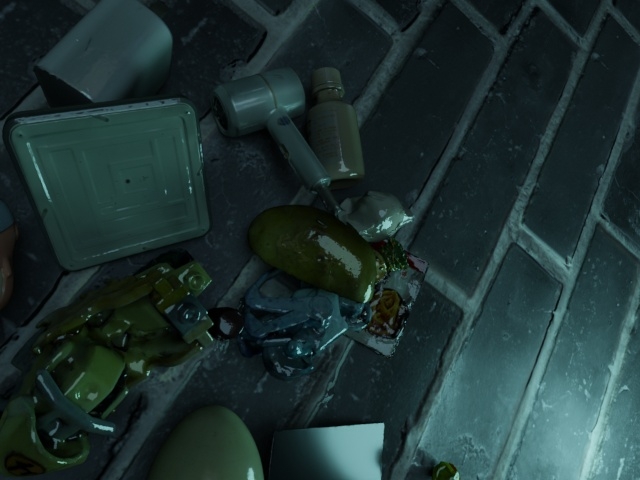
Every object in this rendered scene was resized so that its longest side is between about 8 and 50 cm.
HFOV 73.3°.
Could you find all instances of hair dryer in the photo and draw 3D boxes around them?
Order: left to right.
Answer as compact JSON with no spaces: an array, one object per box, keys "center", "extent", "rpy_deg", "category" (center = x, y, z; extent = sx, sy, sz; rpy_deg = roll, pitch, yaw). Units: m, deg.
[{"center":[-0.061,-0.180,0.836],"extent":[0.173,0.108,0.357],"rpy_deg":[-26,71,-22],"category":"hair dryer"}]

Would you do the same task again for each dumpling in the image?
[{"center":[0.114,-0.062,0.930],"extent":[0.188,0.108,0.127],"rpy_deg":[-20,55,-31],"category":"dumpling"}]

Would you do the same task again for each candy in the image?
[{"center":[0.208,0.529,0.897],"extent":[0.193,0.062,0.058],"rpy_deg":[-24,88,-14],"category":"candy"}]

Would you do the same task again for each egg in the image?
[{"center":[-0.181,0.395,0.680],"extent":[0.188,0.188,0.254],"rpy_deg":[11,72,-20],"category":"egg"}]

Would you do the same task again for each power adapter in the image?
[{"center":[-0.346,-0.312,0.746],"extent":[0.124,0.187,0.255],"rpy_deg":[34,70,-14],"category":"power adapter"}]

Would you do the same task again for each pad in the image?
[{"center":[0.018,0.448,0.794],"extent":[0.299,0.005,0.202],"rpy_deg":[17,73,-41],"category":"pad"}]

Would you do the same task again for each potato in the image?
[{"center":[0.000,0.000,0.822],"extent":[0.271,0.111,0.160],"rpy_deg":[24,29,1],"category":"potato"}]

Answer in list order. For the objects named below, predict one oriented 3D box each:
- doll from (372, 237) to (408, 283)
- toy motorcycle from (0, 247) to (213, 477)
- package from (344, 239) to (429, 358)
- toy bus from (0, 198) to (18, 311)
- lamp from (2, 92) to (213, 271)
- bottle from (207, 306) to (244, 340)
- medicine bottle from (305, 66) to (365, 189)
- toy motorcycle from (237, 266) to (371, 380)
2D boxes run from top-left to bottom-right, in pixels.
[{"center":[0.130,0.044,0.928],"extent":[0.113,0.076,0.078],"rpy_deg":[-24,91,15],"category":"doll"},{"center":[-0.330,0.168,0.643],"extent":[0.410,0.237,0.169],"rpy_deg":[-47,127,-23],"category":"toy motorcycle"},{"center":[0.137,0.120,0.949],"extent":[0.154,0.030,0.239],"rpy_deg":[30,71,-13],"category":"package"},{"center":[-0.549,0.053,0.559],"extent":[0.287,0.194,0.232],"rpy_deg":[-40,120,-65],"category":"toy bus"},{"center":[-0.321,-0.091,0.704],"extent":[0.266,0.047,0.269],"rpy_deg":[-18,131,-25],"category":"lamp"},{"center":[-0.171,0.144,0.744],"extent":[0.060,0.164,0.060],"rpy_deg":[4,79,-22],"category":"bottle"},{"center":[0.025,-0.242,0.926],"extent":[0.114,0.114,0.252],"rpy_deg":[-4,82,-23],"category":"medicine bottle"},{"center":[-0.037,0.132,0.822],"extent":[0.260,0.154,0.206],"rpy_deg":[-30,70,-36],"category":"toy motorcycle"}]
